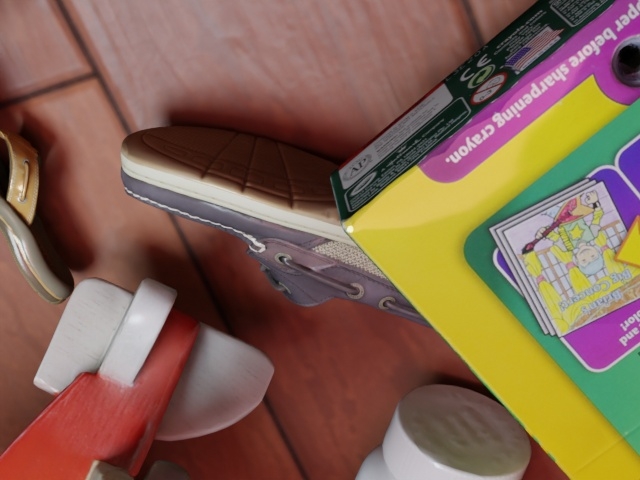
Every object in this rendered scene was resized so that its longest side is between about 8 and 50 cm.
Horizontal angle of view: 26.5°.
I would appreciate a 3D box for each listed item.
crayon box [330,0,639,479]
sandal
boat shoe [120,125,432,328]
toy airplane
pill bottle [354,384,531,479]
[{"bbox_3d":[0.244,-0.027,0.805,0.363,0.106,0.313,-39,108,11],"label":"crayon box"},{"bbox_3d":[-0.209,-0.037,0.941,0.049,0.072,0.180,-25,115,4],"label":"sandal"},{"bbox_3d":[0.000,0.000,0.907,0.285,0.103,0.092,15,116,-6],"label":"boat shoe"},{"bbox_3d":[-0.158,0.214,0.892,0.272,0.386,0.384,45,116,0],"label":"toy airplane"},{"bbox_3d":[0.073,0.222,1.008,0.121,0.121,0.221,17,120,-1],"label":"pill bottle"}]
